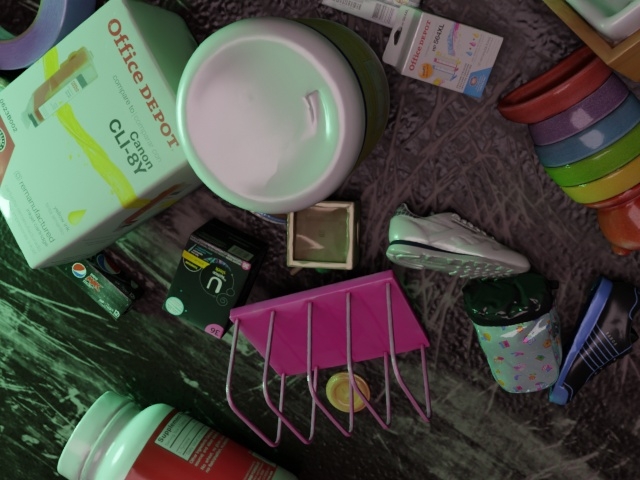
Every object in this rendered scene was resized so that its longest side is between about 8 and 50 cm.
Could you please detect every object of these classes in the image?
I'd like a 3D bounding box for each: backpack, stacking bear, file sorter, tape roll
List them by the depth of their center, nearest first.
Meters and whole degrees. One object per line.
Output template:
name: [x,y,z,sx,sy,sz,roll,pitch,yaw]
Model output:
stacking bear: [0.406,-0.114,0.969,0.175,0.164,0.289,-32,102,19]
backpack: [0.313,0.151,1.081,0.152,0.115,0.182,-10,123,25]
file sorter: [0.017,0.209,1.109,0.290,0.182,0.202,-15,135,18]
tape roll: [-0.519,-0.427,1.128,0.275,0.090,0.275,4,109,12]

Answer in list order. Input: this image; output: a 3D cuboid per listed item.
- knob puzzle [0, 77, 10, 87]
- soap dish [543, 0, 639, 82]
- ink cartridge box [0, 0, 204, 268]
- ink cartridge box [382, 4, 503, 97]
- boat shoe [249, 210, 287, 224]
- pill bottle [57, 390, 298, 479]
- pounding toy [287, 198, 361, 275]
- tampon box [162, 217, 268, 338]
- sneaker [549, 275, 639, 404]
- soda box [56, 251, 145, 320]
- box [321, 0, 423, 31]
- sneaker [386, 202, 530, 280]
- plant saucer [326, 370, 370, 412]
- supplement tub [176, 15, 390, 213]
knob puzzle: [-0.616,-0.301,1.136,0.213,0.213,0.030,29,86,3]
soap dish: [0.398,-0.342,0.837,0.229,0.291,0.118,-36,129,20]
ink cartridge box: [-0.354,-0.168,1.108,0.384,0.160,0.279,-30,86,20]
ink cartridge box: [0.171,-0.276,0.983,0.143,0.090,0.092,13,112,-12]
boat shoe: [-0.118,-0.099,1.146,0.183,0.066,0.066,36,111,1]
pill bottle: [-0.266,0.455,1.274,0.407,0.229,0.229,27,112,4]
pounding toy: [0.000,0.000,1.144,0.130,0.100,0.141,3,97,13]
tampon box: [-0.184,0.066,1.195,0.120,0.101,0.161,26,112,5]
sneaker: [0.445,0.174,1.085,0.090,0.081,0.232,23,110,14]
soda box: [-0.419,0.068,1.281,0.169,0.053,0.060,42,111,-2]
box: [0.098,-0.420,1.004,0.145,0.038,0.186,21,112,6]
sneaker: [0.225,0.004,1.086,0.235,0.090,0.095,13,67,-5]
plant saucer: [0.051,0.281,1.254,0.083,0.013,0.083,4,107,13]
supplement tub: [-0.032,-0.188,0.953,0.241,0.331,0.241,4,108,13]
